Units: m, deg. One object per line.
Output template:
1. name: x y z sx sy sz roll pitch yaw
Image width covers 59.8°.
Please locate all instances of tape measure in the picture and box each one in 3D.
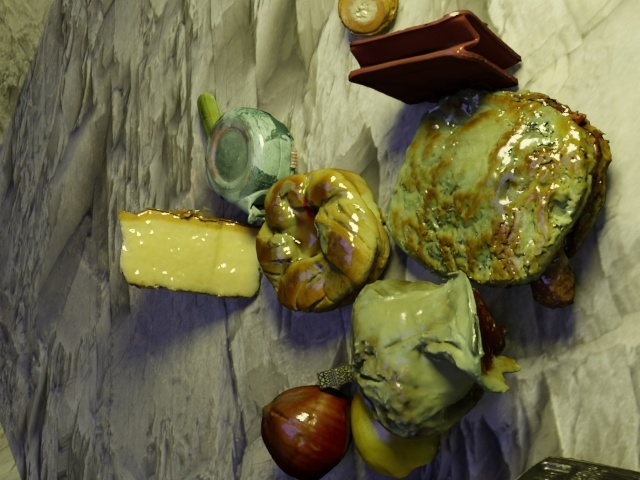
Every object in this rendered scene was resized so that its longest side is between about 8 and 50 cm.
1. tape measure: -0.189 -0.211 1.481 0.256 0.147 0.274 32 111 38

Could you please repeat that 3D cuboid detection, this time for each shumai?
1. shumai: 0.197 0.160 1.013 0.288 0.292 0.329 90 155 -56

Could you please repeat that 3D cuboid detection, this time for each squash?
1. squash: -0.311 -0.331 1.635 0.066 0.066 0.228 -33 67 33

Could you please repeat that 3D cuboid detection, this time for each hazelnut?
1. hazelnut: -0.037 0.439 1.281 0.230 0.230 0.229 -2 86 39

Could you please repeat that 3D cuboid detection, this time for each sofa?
1. sofa: 0.052 0.307 1.274 0.060 0.118 0.039 -19 77 37

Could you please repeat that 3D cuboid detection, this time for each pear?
1. pear: 0.151 0.379 1.148 0.200 0.200 0.199 -2 86 39

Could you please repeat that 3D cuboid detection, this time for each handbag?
1. handbag: 0.218 -0.333 1.072 0.260 0.276 0.084 -2 88 40

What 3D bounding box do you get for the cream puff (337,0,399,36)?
1. cream puff: 0.113 -0.540 1.272 0.144 0.103 0.126 -14 119 41

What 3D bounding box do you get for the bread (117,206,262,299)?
1. bread: -0.329 0.031 1.487 0.279 0.315 0.248 8 94 29

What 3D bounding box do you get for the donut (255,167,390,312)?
1. donut: 0.000 0.000 1.302 0.360 0.170 0.360 -1 89 40

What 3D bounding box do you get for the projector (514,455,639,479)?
1. projector: 0.391 0.572 0.809 0.242 0.395 0.404 -5 85 41

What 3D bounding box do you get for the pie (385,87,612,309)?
1. pie: 0.306 -0.097 1.056 0.418 0.181 0.394 23 104 44
